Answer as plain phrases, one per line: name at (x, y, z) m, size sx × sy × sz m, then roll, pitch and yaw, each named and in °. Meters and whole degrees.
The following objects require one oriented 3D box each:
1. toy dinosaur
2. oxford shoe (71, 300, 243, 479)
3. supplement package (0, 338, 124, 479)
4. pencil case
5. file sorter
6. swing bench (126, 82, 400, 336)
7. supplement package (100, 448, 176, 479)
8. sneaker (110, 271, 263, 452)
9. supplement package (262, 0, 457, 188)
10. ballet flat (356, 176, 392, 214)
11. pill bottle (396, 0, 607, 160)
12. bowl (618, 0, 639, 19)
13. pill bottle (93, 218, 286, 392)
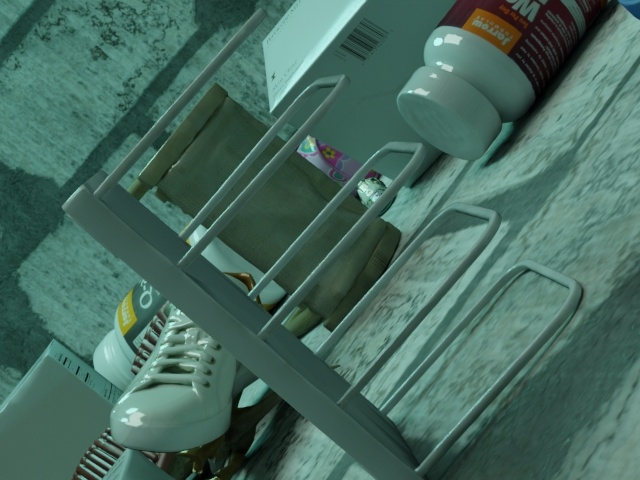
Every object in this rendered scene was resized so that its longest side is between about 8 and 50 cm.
toy dinosaur at (-0.078, 0.177, 1.386) m, size 0.211 × 0.064 × 0.112 m, roll -42°, pitch 11°, yaw 49°
oxford shoe at (-0.159, 0.229, 1.554) m, size 0.123 × 0.130 × 0.348 m, roll 30°, pitch 93°, yaw 42°
supplement package at (-0.323, 0.268, 1.867) m, size 0.194 × 0.203 × 0.149 m, roll -51°, pitch 8°, yaw -1°
pencil case at (-0.036, -0.052, 2.037) m, size 0.284 × 0.124 × 0.124 m, roll -46°, pitch 9°, yaw 38°
file sorter at (0.000, 0.000, 0.955) m, size 0.173 × 0.278 × 0.193 m, roll -49°, pitch 7°, yaw 0°
swing bench at (-0.068, -0.025, 1.569) m, size 0.165 × 0.253 × 0.255 m, roll -53°, pitch 8°, yaw -18°
supplement package at (-0.165, 0.272, 1.274) m, size 0.105 × 0.105 × 0.179 m, roll -50°, pitch 7°, yaw 7°
sneaker at (-0.122, 0.100, 1.346) m, size 0.290 × 0.106 × 0.123 m, roll -52°, pitch -37°, yaw -71°
supplement package at (0.093, -0.227, 1.643) m, size 0.262 × 0.204 × 0.145 m, roll -47°, pitch 30°, yaw 28°
ballet flat at (0.061, -0.056, 1.776) m, size 0.041 × 0.041 × 0.114 m, roll -50°, pitch 8°, yaw 5°
pill bottle at (0.177, -0.193, 1.427) m, size 0.221 × 0.121 × 0.121 m, roll -53°, pitch 8°, yaw -15°
bowl at (0.357, -0.287, 0.977) m, size 0.391 × 0.077 × 0.391 m, roll -50°, pitch 7°, yaw 9°
pill bottle at (-0.179, 0.100, 1.989) m, size 0.278 × 0.162 × 0.162 m, roll -47°, pitch 8°, yaw 26°
